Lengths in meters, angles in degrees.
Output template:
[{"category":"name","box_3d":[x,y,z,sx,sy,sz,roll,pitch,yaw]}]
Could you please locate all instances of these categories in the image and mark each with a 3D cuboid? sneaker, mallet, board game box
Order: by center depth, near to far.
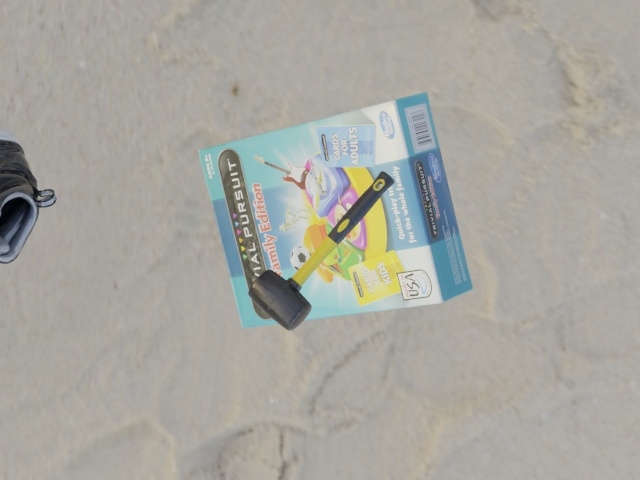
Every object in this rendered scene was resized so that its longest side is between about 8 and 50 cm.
[{"category":"mallet","box_3d":[0.000,0.000,1.353,0.062,0.039,0.190,33,83,14]},{"category":"sneaker","box_3d":[-0.438,-0.024,1.530,0.268,0.153,0.101,-32,142,-21]},{"category":"board game box","box_3d":[0.012,-0.030,1.720,0.079,0.336,0.254,-19,96,-51]}]
